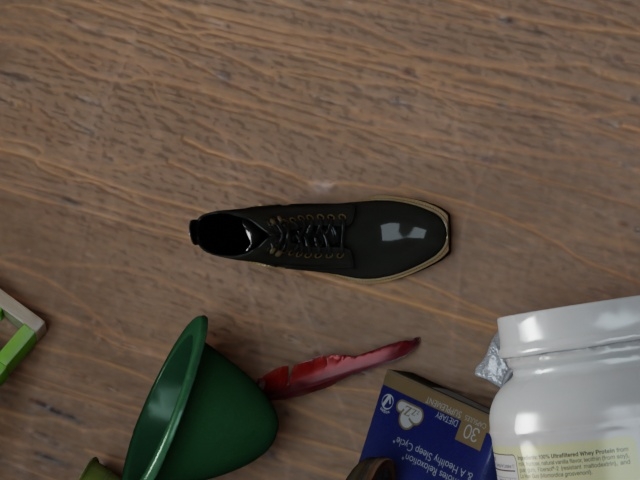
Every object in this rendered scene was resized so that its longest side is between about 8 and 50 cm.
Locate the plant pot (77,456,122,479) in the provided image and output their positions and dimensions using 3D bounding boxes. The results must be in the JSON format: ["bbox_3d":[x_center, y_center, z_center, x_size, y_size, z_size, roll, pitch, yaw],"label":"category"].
[{"bbox_3d":[-0.180,0.245,1.545,0.079,0.083,0.083,21,96,5],"label":"plant pot"}]

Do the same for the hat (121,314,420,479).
[{"bbox_3d":[-0.051,0.170,1.491,0.183,0.173,0.208,22,139,-12],"label":"hat"}]

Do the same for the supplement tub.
[{"bbox_3d":[0.255,0.204,1.305,0.235,0.235,0.325,-9,86,19],"label":"supplement tub"}]

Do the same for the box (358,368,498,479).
[{"bbox_3d":[0.078,0.235,1.444,0.136,0.036,0.225,21,97,45],"label":"box"}]

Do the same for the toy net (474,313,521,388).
[{"bbox_3d":[0.180,0.177,1.432,0.122,0.045,0.232,0,89,19],"label":"toy net"}]

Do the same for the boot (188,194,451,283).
[{"bbox_3d":[0.000,0.000,1.450,0.198,0.137,0.077,-5,87,18],"label":"boot"}]

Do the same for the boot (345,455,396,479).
[{"bbox_3d":[-0.016,0.259,1.437,0.106,0.082,0.219,28,105,29],"label":"boot"}]

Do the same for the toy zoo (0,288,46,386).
[{"bbox_3d":[-0.412,0.132,1.559,0.192,0.030,0.293,35,68,11],"label":"toy zoo"}]
